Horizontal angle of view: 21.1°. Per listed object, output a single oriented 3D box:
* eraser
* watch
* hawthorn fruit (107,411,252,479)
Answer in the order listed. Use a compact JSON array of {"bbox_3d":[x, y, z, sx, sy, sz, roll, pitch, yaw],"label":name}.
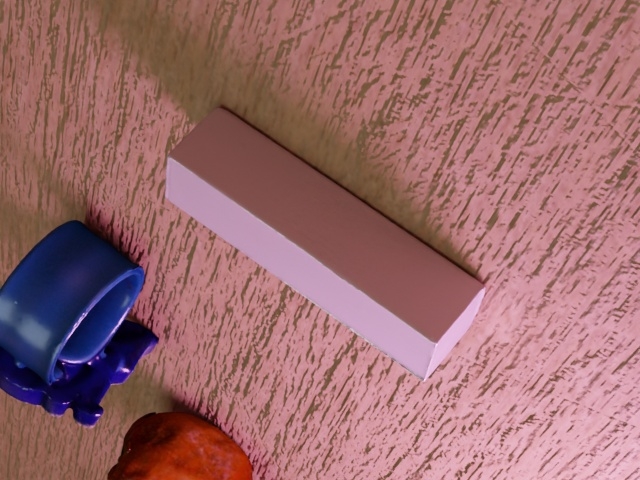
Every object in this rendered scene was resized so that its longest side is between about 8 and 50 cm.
[{"bbox_3d":[0.000,0.001,1.534,0.298,0.078,0.076,34,152,14],"label":"eraser"},{"bbox_3d":[-0.276,0.081,1.914,0.171,0.196,0.200,29,130,4],"label":"watch"},{"bbox_3d":[-0.171,0.290,2.104,0.179,0.173,0.173,-4,133,20],"label":"hawthorn fruit"}]
